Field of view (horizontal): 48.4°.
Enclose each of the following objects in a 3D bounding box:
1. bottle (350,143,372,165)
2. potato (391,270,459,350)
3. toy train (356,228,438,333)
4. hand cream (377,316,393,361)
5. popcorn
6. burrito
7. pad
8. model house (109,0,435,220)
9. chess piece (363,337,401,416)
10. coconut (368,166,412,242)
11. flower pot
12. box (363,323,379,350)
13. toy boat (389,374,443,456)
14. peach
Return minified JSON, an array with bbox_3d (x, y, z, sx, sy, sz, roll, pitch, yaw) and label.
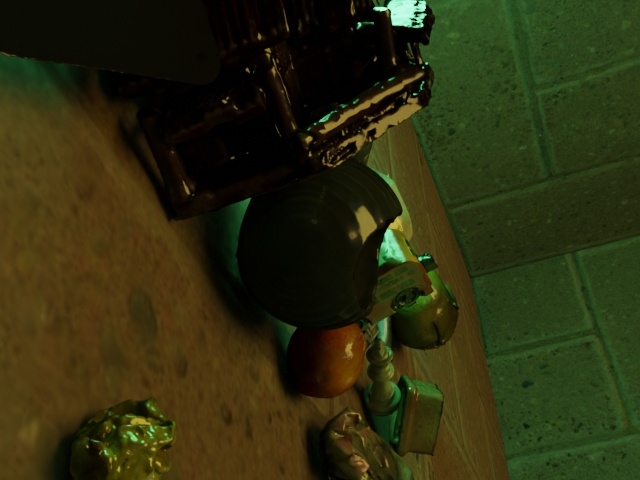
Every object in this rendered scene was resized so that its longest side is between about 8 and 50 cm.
[{"bbox_3d":[0.030,-0.131,1.101,0.079,0.096,0.254,57,-10,11],"label":"bottle"},{"bbox_3d":[0.203,0.135,1.425,0.248,0.143,0.169,56,15,-64],"label":"potato"},{"bbox_3d":[0.060,0.059,0.933,0.099,0.188,0.072,51,12,-42],"label":"toy train"},{"bbox_3d":[0.111,0.095,1.329,0.088,0.055,0.256,65,16,-69],"label":"hand cream"},{"bbox_3d":[-0.125,0.132,0.443,0.059,0.068,0.083,22,37,-18],"label":"popcorn"},{"bbox_3d":[0.066,0.298,0.937,0.309,0.066,0.096,54,22,-58],"label":"burrito"},{"bbox_3d":[-0.238,-0.278,0.497,0.315,0.063,0.376,-6,75,-58],"label":"pad"},{"bbox_3d":[-0.041,-0.225,0.695,0.297,0.317,0.283,-102,175,-67],"label":"model house"},{"bbox_3d":[0.092,0.197,1.068,0.059,0.059,0.149,-87,174,-50],"label":"chess piece"},{"bbox_3d":[0.048,-0.017,1.023,0.161,0.161,0.162,-69,143,-66],"label":"coconut"},{"bbox_3d":[0.000,0.000,0.780,0.243,0.157,0.189,-22,131,-81],"label":"flower pot"},{"bbox_3d":[0.047,0.141,1.075,0.218,0.039,0.055,-18,93,-75],"label":"box"},{"bbox_3d":[0.152,0.282,1.159,0.188,0.061,0.116,86,14,-87],"label":"toy boat"},{"bbox_3d":[0.005,0.134,0.836,0.100,0.100,0.101,-16,90,-75],"label":"peach"}]
